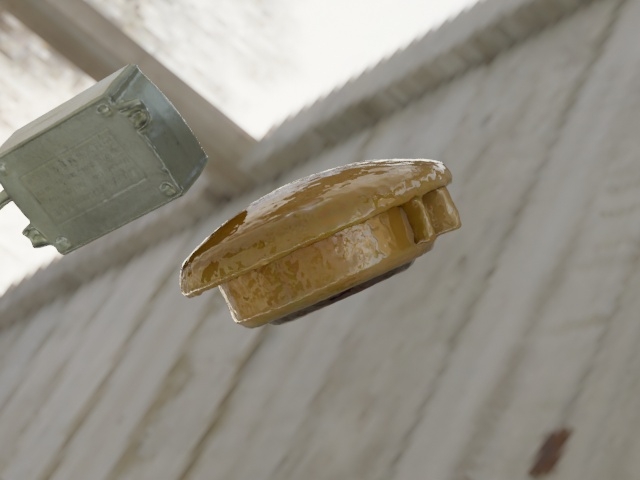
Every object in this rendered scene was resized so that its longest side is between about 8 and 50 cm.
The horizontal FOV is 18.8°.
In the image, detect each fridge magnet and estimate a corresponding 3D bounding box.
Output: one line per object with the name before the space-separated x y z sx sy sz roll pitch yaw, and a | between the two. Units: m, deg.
fridge magnet | 0.000 0.000 0.936 0.143 0.063 0.143 -24 180 0

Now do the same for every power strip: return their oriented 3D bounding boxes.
power strip | -0.143 -0.038 1.110 0.175 0.075 0.042 -23 -157 36
